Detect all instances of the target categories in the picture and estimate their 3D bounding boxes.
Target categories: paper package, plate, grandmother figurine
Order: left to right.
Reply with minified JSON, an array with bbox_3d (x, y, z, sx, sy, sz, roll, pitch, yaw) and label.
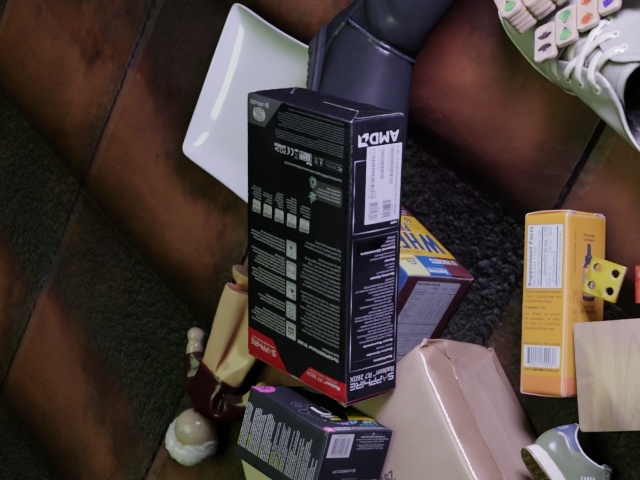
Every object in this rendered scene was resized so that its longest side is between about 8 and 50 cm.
[{"bbox_3d":[-0.163,0.212,2.145,0.208,0.104,0.342,42,114,50],"label":"grandmother figurine"},{"bbox_3d":[-0.099,-0.213,2.155,0.277,0.045,0.278,37,112,42],"label":"plate"},{"bbox_3d":[0.140,0.346,1.757,0.325,0.168,0.310,-45,56,33],"label":"paper package"}]

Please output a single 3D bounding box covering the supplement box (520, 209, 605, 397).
[{"bbox_3d":[0.307,0.080,1.671,0.080,0.078,0.234,1,86,50],"label":"supplement box"}]

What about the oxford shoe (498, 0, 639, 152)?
[{"bbox_3d":[0.358,-0.224,1.611,0.449,0.130,0.169,50,124,39],"label":"oxford shoe"}]

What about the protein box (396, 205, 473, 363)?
[{"bbox_3d":[0.071,0.071,1.879,0.200,0.136,0.201,48,120,38],"label":"protein box"}]

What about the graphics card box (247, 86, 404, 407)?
[{"bbox_3d":[0.000,0.000,1.708,0.232,0.094,0.371,21,117,51],"label":"graphics card box"}]

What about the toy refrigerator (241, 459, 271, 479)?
[{"bbox_3d":[-0.029,0.415,1.986,0.102,0.094,0.270,-31,65,33],"label":"toy refrigerator"}]

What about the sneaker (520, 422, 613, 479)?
[{"bbox_3d":[0.335,0.311,1.624,0.192,0.086,0.064,55,163,4],"label":"sneaker"}]

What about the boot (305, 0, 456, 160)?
[{"bbox_3d":[0.152,-0.318,1.771,0.445,0.146,0.367,-46,35,32],"label":"boot"}]

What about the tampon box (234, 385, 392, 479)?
[{"bbox_3d":[-0.010,0.262,1.714,0.161,0.120,0.102,25,104,46],"label":"tampon box"}]

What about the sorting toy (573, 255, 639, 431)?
[{"bbox_3d":[0.378,0.153,1.594,0.132,0.046,0.275,-7,81,33],"label":"sorting toy"}]

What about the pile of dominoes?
[{"bbox_3d":[0.330,-0.349,1.621,0.251,0.040,0.196,-37,38,20],"label":"pile of dominoes"}]
